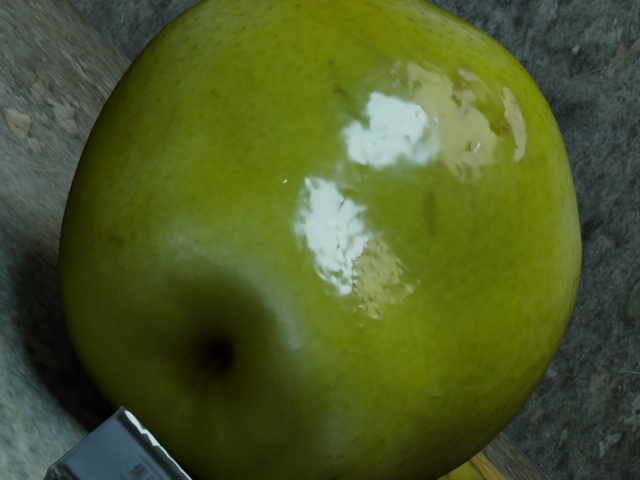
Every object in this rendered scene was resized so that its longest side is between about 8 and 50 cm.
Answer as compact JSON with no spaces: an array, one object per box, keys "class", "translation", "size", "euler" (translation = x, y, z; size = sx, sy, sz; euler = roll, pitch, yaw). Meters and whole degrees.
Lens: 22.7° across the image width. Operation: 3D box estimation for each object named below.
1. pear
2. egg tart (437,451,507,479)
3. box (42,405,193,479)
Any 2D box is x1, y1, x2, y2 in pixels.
[{"class":"pear","translation":[0.000,0.000,1.092],"size":[0.362,0.362,0.418],"euler":[47,34,-3]},{"class":"egg tart","translation":[0.127,0.261,1.394],"size":[0.288,0.118,0.288],"euler":[45,3,-3]},{"class":"box","translation":[-0.005,0.224,0.687],"size":[0.325,0.047,0.180],"euler":[47,-25,4]}]
